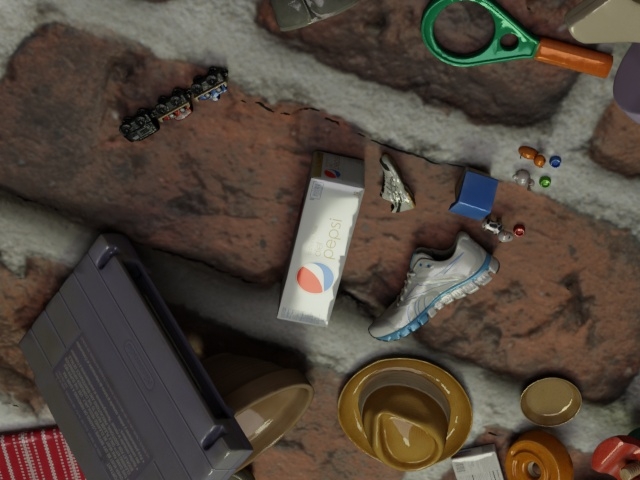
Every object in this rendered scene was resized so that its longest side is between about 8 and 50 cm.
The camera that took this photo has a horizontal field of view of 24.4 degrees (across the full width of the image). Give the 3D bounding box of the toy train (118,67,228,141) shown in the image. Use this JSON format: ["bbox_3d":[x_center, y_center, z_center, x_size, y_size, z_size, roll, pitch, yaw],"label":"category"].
[{"bbox_3d":[-0.174,-0.162,1.791,0.158,0.027,0.036,-28,120,18],"label":"toy train"}]

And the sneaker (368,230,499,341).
[{"bbox_3d":[0.130,0.054,1.894,0.191,0.071,0.083,-37,107,13],"label":"sneaker"}]

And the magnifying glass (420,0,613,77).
[{"bbox_3d":[0.230,-0.233,1.735,0.231,0.026,0.092,15,120,-4],"label":"magnifying glass"}]

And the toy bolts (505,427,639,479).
[{"bbox_3d":[0.396,0.316,2.027,0.218,0.158,0.228,54,129,18],"label":"toy bolts"}]

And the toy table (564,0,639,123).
[{"bbox_3d":[0.406,-0.259,1.597,0.274,0.252,0.161,-43,127,12],"label":"toy table"}]

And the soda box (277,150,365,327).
[{"bbox_3d":[0.000,0.000,1.855,0.069,0.074,0.216,12,121,-5],"label":"soda box"}]

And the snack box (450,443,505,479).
[{"bbox_3d":[0.236,0.367,2.099,0.064,0.022,0.178,-13,120,10],"label":"snack box"}]

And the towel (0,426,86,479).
[{"bbox_3d":[-0.389,0.354,2.106,0.275,0.031,0.198,-9,113,6],"label":"towel"}]

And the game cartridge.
[{"bbox_3d":[-0.240,0.194,1.858,0.068,0.355,0.230,0,137,-47],"label":"game cartridge"}]

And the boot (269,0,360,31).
[{"bbox_3d":[-0.070,-0.334,1.665,0.190,0.076,0.208,-12,127,12],"label":"boot"}]

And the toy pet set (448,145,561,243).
[{"bbox_3d":[0.225,-0.054,1.818,0.114,0.065,0.122,18,120,-8],"label":"toy pet set"}]

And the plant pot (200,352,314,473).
[{"bbox_3d":[-0.133,0.224,1.949,0.237,0.237,0.109,-47,69,25],"label":"plant pot"}]

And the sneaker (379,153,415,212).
[{"bbox_3d":[0.087,-0.068,1.835,0.037,0.032,0.083,-21,118,14],"label":"sneaker"}]

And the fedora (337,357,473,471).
[{"bbox_3d":[0.114,0.251,2.000,0.194,0.079,0.194,1,121,2],"label":"fedora"}]

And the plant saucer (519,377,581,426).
[{"bbox_3d":[0.312,0.216,2.008,0.083,0.015,0.083,1,122,1],"label":"plant saucer"}]

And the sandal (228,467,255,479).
[{"bbox_3d":[-0.174,0.397,2.110,0.090,0.060,0.219,39,121,-19],"label":"sandal"}]
